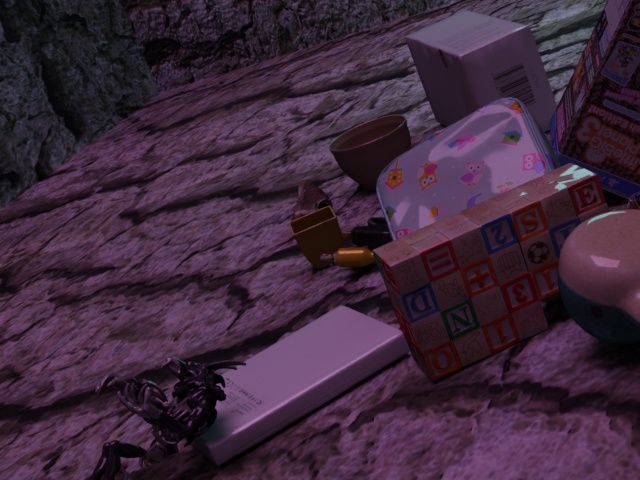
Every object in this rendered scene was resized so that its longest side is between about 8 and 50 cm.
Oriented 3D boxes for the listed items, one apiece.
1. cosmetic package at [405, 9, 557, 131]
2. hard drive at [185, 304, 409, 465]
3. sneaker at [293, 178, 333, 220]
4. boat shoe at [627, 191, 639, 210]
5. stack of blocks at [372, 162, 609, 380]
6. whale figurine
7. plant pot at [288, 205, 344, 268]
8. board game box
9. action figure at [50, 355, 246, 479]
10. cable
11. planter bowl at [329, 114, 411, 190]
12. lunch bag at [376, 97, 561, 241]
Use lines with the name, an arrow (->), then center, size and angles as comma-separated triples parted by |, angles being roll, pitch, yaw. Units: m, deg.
cosmetic package -> 0.319, -0.326, 2.555 | 0.156, 0.217, 0.385 | -25, 16, -6
hard drive -> -0.051, 0.195, 1.777 | 0.308, 0.040, 0.203 | -29, 19, -18
sneaker -> -0.009, -0.066, 2.471 | 0.071, 0.066, 0.188 | -3, 26, 7
boat shoe -> 0.460, -0.038, 1.762 | 0.066, 0.066, 0.183 | -25, 9, -25
stack of blocks -> 0.239, 0.038, 1.666 | 0.297, 0.171, 0.087 | -24, 18, -7
whale figurine -> 0.414, 0.064, 1.501 | 0.272, 0.141, 0.216 | 14, 33, 22
plant pot -> 0.000, 0.000, 2.206 | 0.081, 0.083, 0.081 | -23, 19, -1
board game box -> 0.480, -0.248, 1.980 | 0.141, 0.291, 0.232 | 22, 25, 0
action figure -> -0.223, 0.229, 1.638 | 0.275, 0.141, 0.164 | -49, 13, -22
cable -> 0.146, 0.013, 2.083 | 0.287, 0.072, 0.139 | 7, 23, 35
planter bowl -> 0.110, -0.165, 2.507 | 0.162, 0.109, 0.162 | -20, 18, 7
lunch bag -> 0.228, -0.064, 1.922 | 0.279, 0.108, 0.224 | -31, 52, 16
